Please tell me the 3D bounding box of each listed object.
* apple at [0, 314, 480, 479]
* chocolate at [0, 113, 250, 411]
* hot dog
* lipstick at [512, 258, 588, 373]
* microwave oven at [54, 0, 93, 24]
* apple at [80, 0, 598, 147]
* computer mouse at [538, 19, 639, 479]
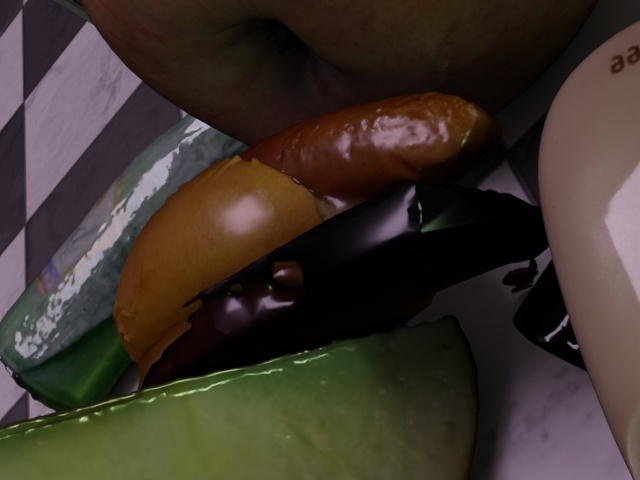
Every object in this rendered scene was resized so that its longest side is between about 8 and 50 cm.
[{"bbox_3d":[-0.087,0.144,0.600,0.254,0.346,0.179,43,141,52],"label":"apple"},{"bbox_3d":[-0.128,-0.008,0.925,0.291,0.110,0.110,-52,32,9],"label":"chocolate"},{"bbox_3d":[-0.006,0.001,0.629,0.326,0.194,0.107,-31,70,45],"label":"hot dog"},{"bbox_3d":[0.229,-0.113,0.522,0.418,0.077,0.077,-55,32,6],"label":"lipstick"},{"bbox_3d":[-0.082,-0.380,1.019,0.394,0.247,0.333,-17,50,48],"label":"microwave oven"},{"bbox_3d":[0.009,-0.187,0.678,0.345,0.345,0.269,-15,71,49],"label":"apple"},{"bbox_3d":[0.161,0.015,0.436,0.145,0.082,0.236,-24,67,24],"label":"computer mouse"}]
